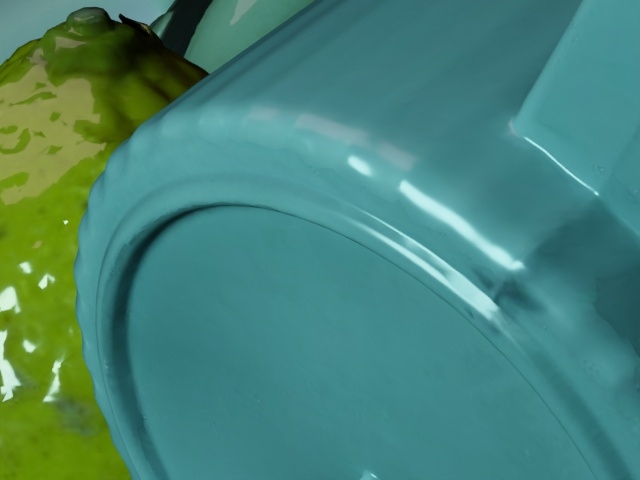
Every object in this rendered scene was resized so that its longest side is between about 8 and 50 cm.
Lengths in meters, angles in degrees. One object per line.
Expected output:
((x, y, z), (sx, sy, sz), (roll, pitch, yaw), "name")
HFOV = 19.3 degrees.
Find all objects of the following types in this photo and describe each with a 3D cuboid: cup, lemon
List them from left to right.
((-0.087, 0.055, 0.762), (0.253, 0.310, 0.253), (-2, 21, 1), "lemon")
((0.128, -0.009, 0.583), (0.311, 0.257, 0.331), (-38, 14, -35), "cup")

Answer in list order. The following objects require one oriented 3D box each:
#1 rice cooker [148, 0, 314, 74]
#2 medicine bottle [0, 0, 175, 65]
((0.041, -0.050, 1.013), (0.288, 0.288, 0.277), (-31, 8, -8), "rice cooker")
((-0.200, -0.066, 1.269), (0.379, 0.213, 0.213), (-26, 10, 17), "medicine bottle")
